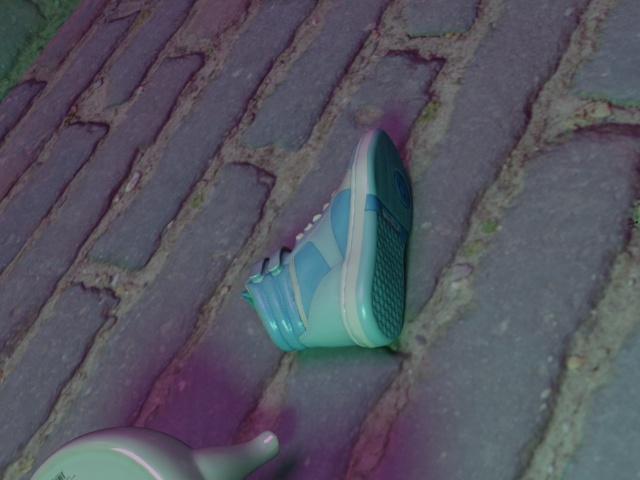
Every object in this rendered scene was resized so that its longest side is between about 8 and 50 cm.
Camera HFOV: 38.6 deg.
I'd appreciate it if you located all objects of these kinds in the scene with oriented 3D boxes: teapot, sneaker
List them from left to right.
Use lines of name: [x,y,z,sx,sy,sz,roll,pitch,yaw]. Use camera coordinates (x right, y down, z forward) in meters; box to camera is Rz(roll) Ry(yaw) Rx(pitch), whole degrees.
teapot: [-0.195,0.323,0.993,0.256,0.187,0.253,3,83,21]
sneaker: [0.000,0.000,1.162,0.208,0.127,0.319,-15,46,28]
